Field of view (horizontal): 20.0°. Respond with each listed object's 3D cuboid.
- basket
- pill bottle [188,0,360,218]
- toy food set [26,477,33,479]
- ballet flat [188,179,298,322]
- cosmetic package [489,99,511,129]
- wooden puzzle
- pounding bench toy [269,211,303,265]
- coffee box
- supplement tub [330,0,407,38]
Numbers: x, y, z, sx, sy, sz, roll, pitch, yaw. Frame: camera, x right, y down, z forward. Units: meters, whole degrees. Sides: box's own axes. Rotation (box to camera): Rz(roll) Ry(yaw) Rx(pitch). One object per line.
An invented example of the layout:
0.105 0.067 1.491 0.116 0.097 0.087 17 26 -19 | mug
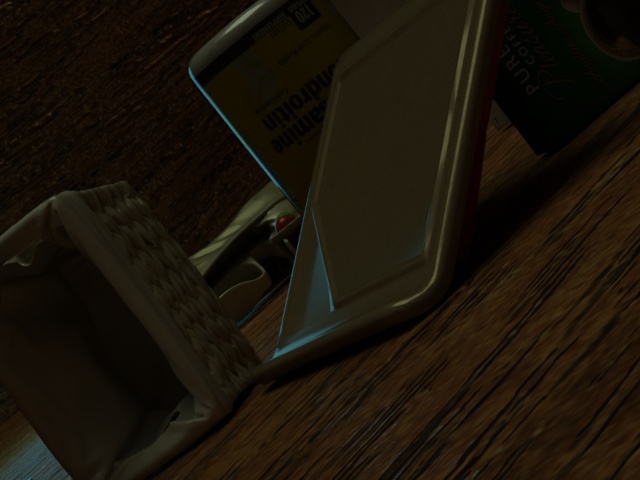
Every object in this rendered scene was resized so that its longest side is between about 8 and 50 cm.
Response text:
-0.128 0.056 1.114 0.113 0.167 0.103 -37 0 24 | basket
0.006 -0.074 1.183 0.103 0.184 0.103 -39 4 3 | pill bottle
-0.255 0.220 1.445 0.082 0.020 0.083 -41 4 -27 | toy food set
-0.055 0.019 1.593 0.248 0.086 0.086 -43 5 -28 | ballet flat
0.198 -0.161 1.332 0.099 0.060 0.239 -42 5 -25 | cosmetic package
0.043 -0.041 1.008 0.221 0.044 0.239 -31 40 64 | wooden puzzle
0.000 0.000 1.273 0.052 0.065 0.083 -39 4 1 | pounding bench toy
0.169 -0.150 1.106 0.184 0.113 0.040 -42 6 -16 | coffee box
0.074 -0.228 1.994 0.228 0.228 0.316 -39 4 -1 | supplement tub
